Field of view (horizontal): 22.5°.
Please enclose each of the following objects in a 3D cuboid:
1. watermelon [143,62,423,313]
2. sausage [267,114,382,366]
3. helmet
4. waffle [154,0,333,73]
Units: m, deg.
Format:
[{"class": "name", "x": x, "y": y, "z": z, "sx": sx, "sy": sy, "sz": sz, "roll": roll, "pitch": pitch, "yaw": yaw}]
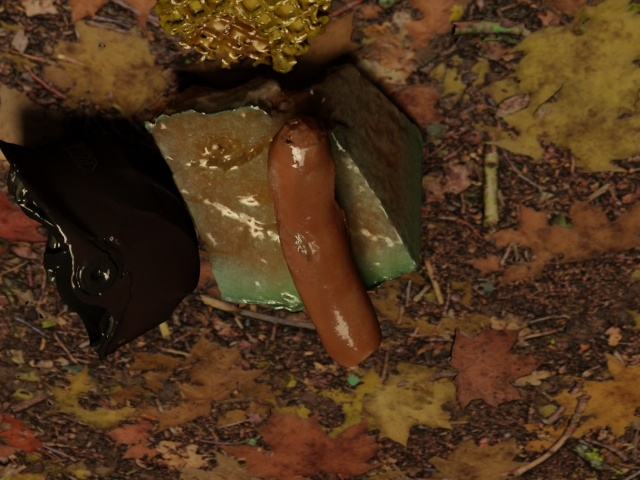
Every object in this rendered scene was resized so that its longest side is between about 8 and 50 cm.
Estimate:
[{"class": "watermelon", "x": -0.026, "y": -0.084, "z": 1.845, "sx": 0.264, "sy": 0.151, "sz": 0.302, "roll": -12, "pitch": 123, "yaw": 19}, {"class": "sausage", "x": -0.002, "y": 0.000, "z": 1.758, "sx": 0.087, "sy": 0.079, "sz": 0.327, "roll": 9, "pitch": 132, "yaw": 32}, {"class": "helmet", "x": -0.241, "y": -0.017, "z": 1.865, "sx": 0.177, "sy": 0.225, "sz": 0.305, "roll": -25, "pitch": 137, "yaw": -13}, {"class": "waffle", "x": -0.080, "y": -0.259, "z": 1.708, "sx": 0.193, "sy": 0.070, "sz": 0.197, "roll": -3, "pitch": 135, "yaw": 3}]
